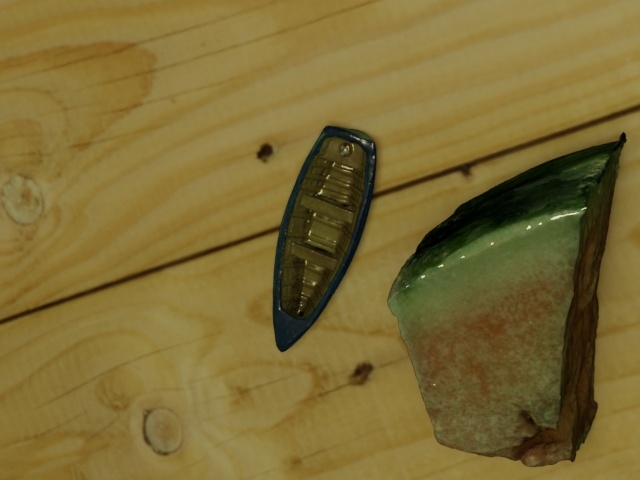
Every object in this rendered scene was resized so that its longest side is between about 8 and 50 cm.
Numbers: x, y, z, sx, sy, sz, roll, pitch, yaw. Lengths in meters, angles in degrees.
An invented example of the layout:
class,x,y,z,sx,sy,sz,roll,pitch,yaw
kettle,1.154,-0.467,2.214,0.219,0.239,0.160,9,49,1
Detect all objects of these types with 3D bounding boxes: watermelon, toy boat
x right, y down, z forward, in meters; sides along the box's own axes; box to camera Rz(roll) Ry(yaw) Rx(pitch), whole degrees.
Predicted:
class,x,y,z,sx,sy,sz,roll,pitch,yaw
watermelon,0.162,0.052,1.315,0.151,0.264,0.302,10,109,17
toy boat,0.000,0.000,1.469,0.080,0.046,0.229,20,108,12
